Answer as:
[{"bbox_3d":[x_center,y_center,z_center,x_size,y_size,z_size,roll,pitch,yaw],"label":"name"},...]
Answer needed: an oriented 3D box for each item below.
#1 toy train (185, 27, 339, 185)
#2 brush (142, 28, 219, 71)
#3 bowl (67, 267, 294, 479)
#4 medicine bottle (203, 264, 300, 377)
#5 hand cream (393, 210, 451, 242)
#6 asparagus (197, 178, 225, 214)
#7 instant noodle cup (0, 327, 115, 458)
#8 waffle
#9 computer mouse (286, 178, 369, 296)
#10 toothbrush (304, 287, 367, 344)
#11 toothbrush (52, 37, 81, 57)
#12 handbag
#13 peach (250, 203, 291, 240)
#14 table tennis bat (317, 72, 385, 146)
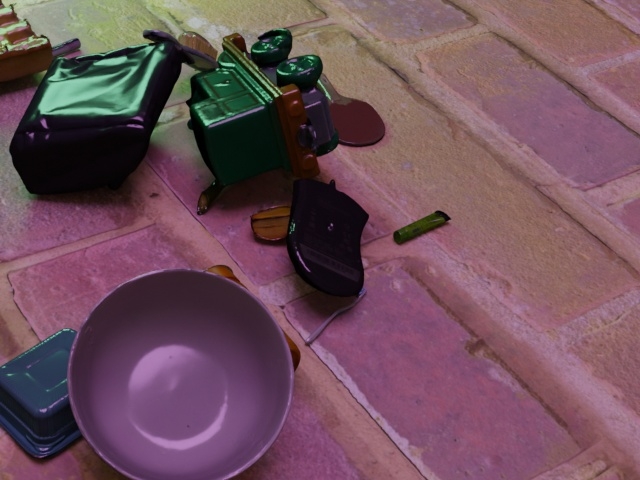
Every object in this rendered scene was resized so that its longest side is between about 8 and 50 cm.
[{"bbox_3d":[-0.122,-0.234,1.766,0.249,0.178,0.429,-22,33,-12],"label":"toy train"},{"bbox_3d":[-0.260,-0.381,1.898,0.068,0.060,0.297,7,-1,15],"label":"brush"},{"bbox_3d":[-0.189,0.190,1.310,0.287,0.144,0.287,4,72,-13],"label":"bowl"},{"bbox_3d":[-0.119,0.131,1.466,0.096,0.096,0.192,-21,50,-30],"label":"medicine bottle"},{"bbox_3d":[0.179,-0.027,1.749,0.122,0.023,0.036,-25,41,-34],"label":"hand cream"},{"bbox_3d":[-0.170,-0.124,1.788,0.034,0.027,0.236,6,40,18],"label":"asparagus"},{"bbox_3d":[-0.365,0.199,1.368,0.157,0.070,0.179,34,48,27],"label":"instant noodle cup"},{"bbox_3d":[-0.726,-0.395,1.922,0.304,0.077,0.348,-23,46,-27],"label":"waffle"},{"bbox_3d":[0.000,0.000,1.624,0.147,0.088,0.264,30,43,-18],"label":"computer mouse"},{"bbox_3d":[0.026,0.120,1.568,0.017,0.014,0.162,39,48,10],"label":"toothbrush"},{"bbox_3d":[-0.624,-0.336,1.938,0.029,0.024,0.354,30,46,33],"label":"toothbrush"},{"bbox_3d":[-0.368,-0.209,1.736,0.275,0.178,0.302,-3,39,8],"label":"handbag"},{"bbox_3d":[-0.076,-0.027,1.681,0.077,0.050,0.083,18,29,41],"label":"peach"},{"bbox_3d":[0.042,-0.265,1.990,0.131,0.022,0.234,-13,48,-23],"label":"table tennis bat"}]
